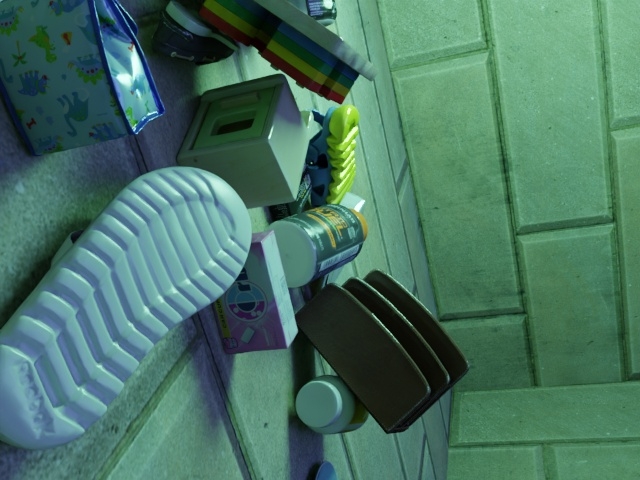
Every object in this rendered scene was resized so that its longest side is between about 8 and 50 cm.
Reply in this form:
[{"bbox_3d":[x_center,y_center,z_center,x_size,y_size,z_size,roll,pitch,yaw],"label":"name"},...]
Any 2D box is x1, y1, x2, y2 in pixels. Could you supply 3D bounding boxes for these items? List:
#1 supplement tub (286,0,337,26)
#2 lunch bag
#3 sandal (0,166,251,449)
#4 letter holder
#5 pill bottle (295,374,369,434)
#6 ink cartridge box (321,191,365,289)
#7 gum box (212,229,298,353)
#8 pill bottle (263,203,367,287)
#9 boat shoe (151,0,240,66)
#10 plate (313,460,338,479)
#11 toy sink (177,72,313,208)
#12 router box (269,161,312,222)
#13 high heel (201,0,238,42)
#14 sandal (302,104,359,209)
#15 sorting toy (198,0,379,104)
[{"bbox_3d":[-0.089,-0.550,1.209,0.193,0.194,0.315,-46,126,-68],"label":"supplement tub"},{"bbox_3d":[-0.248,-0.175,0.644,0.096,0.129,0.151,-70,146,-59],"label":"lunch bag"},{"bbox_3d":[-0.221,0.044,0.711,0.169,0.102,0.416,61,36,-17],"label":"sandal"},{"bbox_3d":[0.131,0.205,1.319,0.302,0.214,0.152,48,4,24],"label":"letter holder"},{"bbox_3d":[0.025,0.336,1.322,0.208,0.118,0.117,35,49,-67],"label":"pill bottle"},{"bbox_3d":[0.026,0.030,1.483,0.232,0.066,0.189,-53,163,-39],"label":"ink cartridge box"},{"bbox_3d":[-0.110,0.086,1.011,0.062,0.107,0.188,-51,131,-67],"label":"gum box"},{"bbox_3d":[0.000,0.000,1.266,0.246,0.131,0.130,-24,106,-56],"label":"pill bottle"},{"bbox_3d":[-0.192,-0.309,0.994,0.081,0.068,0.228,42,14,4],"label":"boat shoe"},{"bbox_3d":[0.006,0.553,1.328,0.188,0.024,0.188,-7,90,-72],"label":"plate"},{"bbox_3d":[-0.113,-0.174,1.042,0.234,0.153,0.131,-79,155,-44],"label":"toy sink"},{"bbox_3d":[-0.069,-0.129,1.339,0.179,0.046,0.133,-65,144,-59],"label":"router box"},{"bbox_3d":[-0.151,-0.421,1.078,0.244,0.117,0.082,51,35,-59],"label":"high heel"},{"bbox_3d":[0.005,-0.182,1.469,0.126,0.138,0.317,-55,158,-44],"label":"sandal"},{"bbox_3d":[-0.059,-0.317,1.006,0.089,0.255,0.257,-56,169,14],"label":"sorting toy"}]
